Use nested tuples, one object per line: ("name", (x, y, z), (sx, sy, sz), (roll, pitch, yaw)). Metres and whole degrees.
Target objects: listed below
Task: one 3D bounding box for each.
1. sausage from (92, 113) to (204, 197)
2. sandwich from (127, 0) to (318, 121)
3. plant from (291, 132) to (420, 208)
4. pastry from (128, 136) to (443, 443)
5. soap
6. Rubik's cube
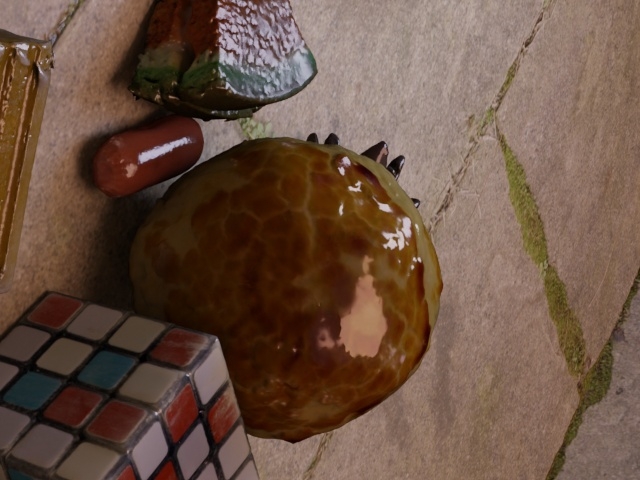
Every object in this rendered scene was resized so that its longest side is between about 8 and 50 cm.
("sausage", (-0.205, -0.102, 1.970), (0.194, 0.077, 0.077), (-29, 127, -57))
("sandwich", (-0.107, -0.243, 2.015), (0.292, 0.109, 0.212), (19, 71, -58))
("plant", (0.000, 0.000, 2.257), (0.320, 0.194, 0.181), (-66, 154, -10))
("pastry", (-0.036, 0.059, 1.987), (0.389, 0.313, 0.388), (-2, 95, -23))
("soap", (-0.365, -0.076, 1.663), (0.173, 0.089, 0.274), (-11, 115, -64))
("Rubik's cube", (-0.252, 0.247, 1.854), (0.253, 0.259, 0.256), (-49, 141, -37))
